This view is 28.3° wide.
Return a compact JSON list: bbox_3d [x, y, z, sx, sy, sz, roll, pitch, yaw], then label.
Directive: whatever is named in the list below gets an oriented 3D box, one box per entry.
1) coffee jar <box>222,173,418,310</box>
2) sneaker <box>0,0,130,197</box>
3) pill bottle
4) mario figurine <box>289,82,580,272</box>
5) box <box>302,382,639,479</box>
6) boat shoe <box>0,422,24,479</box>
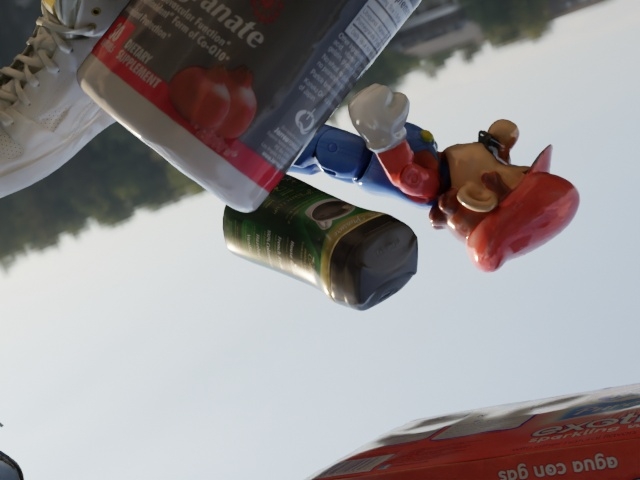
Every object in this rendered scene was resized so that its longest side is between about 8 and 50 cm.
[{"bbox_3d":[0.000,0.000,1.198,0.184,0.079,0.096,24,-142,39],"label":"coffee jar"},{"bbox_3d":[-0.230,-0.158,1.052,0.292,0.169,0.108,-36,-124,-19],"label":"sneaker"},{"bbox_3d":[-0.026,-0.194,0.974,0.318,0.176,0.176,-52,-168,1],"label":"pill bottle"},{"bbox_3d":[0.107,-0.094,1.269,0.320,0.170,0.198,19,-147,8],"label":"mario figurine"},{"bbox_3d":[0.158,0.156,0.656,0.300,0.142,0.154,-14,180,28],"label":"box"},{"bbox_3d":[-0.378,0.225,1.296,0.079,0.095,0.254,-25,147,16],"label":"boat shoe"}]
